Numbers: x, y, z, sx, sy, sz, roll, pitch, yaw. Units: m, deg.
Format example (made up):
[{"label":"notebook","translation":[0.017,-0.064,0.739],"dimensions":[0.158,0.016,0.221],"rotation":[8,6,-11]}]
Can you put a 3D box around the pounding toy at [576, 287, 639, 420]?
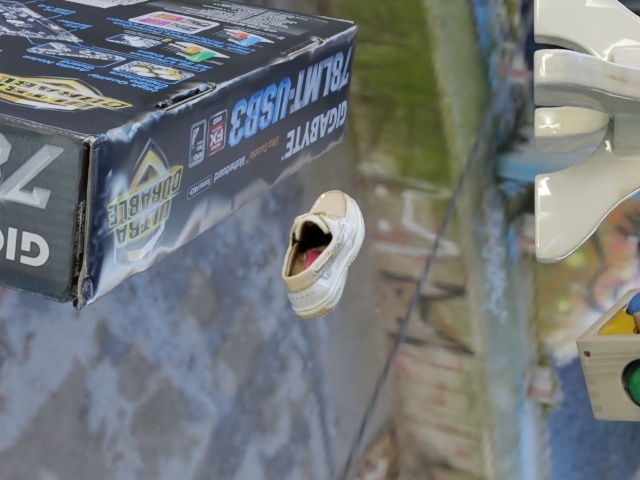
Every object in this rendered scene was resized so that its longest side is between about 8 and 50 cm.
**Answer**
[{"label":"pounding toy","translation":[0.276,0.079,1.122],"dimensions":[0.141,0.130,0.100],"rotation":[-32,111,-49]}]

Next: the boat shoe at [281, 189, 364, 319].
[{"label":"boat shoe","translation":[0.000,0.000,1.394],"dimensions":[0.059,0.063,0.170],"rotation":[60,26,-32]}]

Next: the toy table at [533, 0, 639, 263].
[{"label":"toy table","translation":[0.252,-0.106,1.165],"dimensions":[0.274,0.161,0.252],"rotation":[66,25,-68]}]

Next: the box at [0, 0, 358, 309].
[{"label":"box","translation":[-0.165,-0.074,0.649],"dimensions":[0.293,0.295,0.073],"rotation":[-42,142,-65]}]
